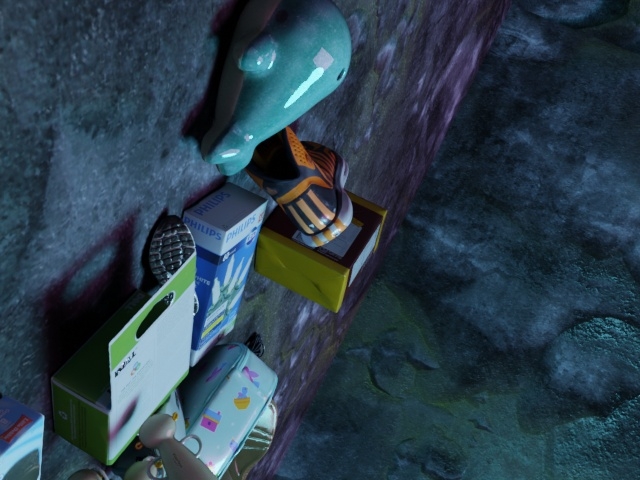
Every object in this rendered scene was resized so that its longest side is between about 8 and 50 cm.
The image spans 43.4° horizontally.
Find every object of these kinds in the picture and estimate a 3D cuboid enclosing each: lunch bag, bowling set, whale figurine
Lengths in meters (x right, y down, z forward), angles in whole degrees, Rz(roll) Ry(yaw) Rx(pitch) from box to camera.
[{"bbox_3d":[-0.215,0.300,1.318,0.224,0.108,0.279,-11,-144,51],"label":"lunch bag"},{"bbox_3d":[-0.266,0.367,1.045,0.287,0.154,0.200,-34,169,-18],"label":"bowling set"},{"bbox_3d":[-0.055,-0.204,1.065,0.272,0.141,0.216,-63,169,-4],"label":"whale figurine"}]

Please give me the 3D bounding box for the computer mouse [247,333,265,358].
[{"bbox_3d":[-0.190,0.361,1.829,0.272,0.072,0.188,-68,168,19],"label":"computer mouse"}]

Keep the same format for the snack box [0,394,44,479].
[{"bbox_3d":[-0.413,0.327,0.817,0.322,0.060,0.187,-49,162,-52],"label":"snack box"}]

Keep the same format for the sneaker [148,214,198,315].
[{"bbox_3d":[-0.209,0.032,1.127,0.073,0.063,0.162,-116,-156,-53],"label":"sneaker"}]

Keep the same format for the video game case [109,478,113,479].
[{"bbox_3d":[-0.313,0.568,1.294,0.270,0.244,0.061,-66,161,8],"label":"video game case"}]

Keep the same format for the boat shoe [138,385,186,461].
[{"bbox_3d":[-0.244,0.260,1.186,0.219,0.070,0.078,-118,-171,-68],"label":"boat shoe"}]

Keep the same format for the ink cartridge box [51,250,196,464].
[{"bbox_3d":[-0.251,0.135,1.038,0.189,0.097,0.255,-52,162,-45],"label":"ink cartridge box"}]

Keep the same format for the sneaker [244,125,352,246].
[{"bbox_3d":[-0.044,-0.134,1.303,0.124,0.180,0.321,-37,-154,6],"label":"sneaker"}]

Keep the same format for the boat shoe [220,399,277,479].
[{"bbox_3d":[-0.218,0.524,2.001,0.341,0.121,0.110,-63,-154,6],"label":"boat shoe"}]

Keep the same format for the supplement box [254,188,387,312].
[{"bbox_3d":[0.000,0.000,1.604,0.194,0.191,0.129,-55,165,-36],"label":"supplement box"}]

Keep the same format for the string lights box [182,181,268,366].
[{"bbox_3d":[-0.172,0.052,1.250,0.133,0.076,0.260,-44,157,-55],"label":"string lights box"}]
